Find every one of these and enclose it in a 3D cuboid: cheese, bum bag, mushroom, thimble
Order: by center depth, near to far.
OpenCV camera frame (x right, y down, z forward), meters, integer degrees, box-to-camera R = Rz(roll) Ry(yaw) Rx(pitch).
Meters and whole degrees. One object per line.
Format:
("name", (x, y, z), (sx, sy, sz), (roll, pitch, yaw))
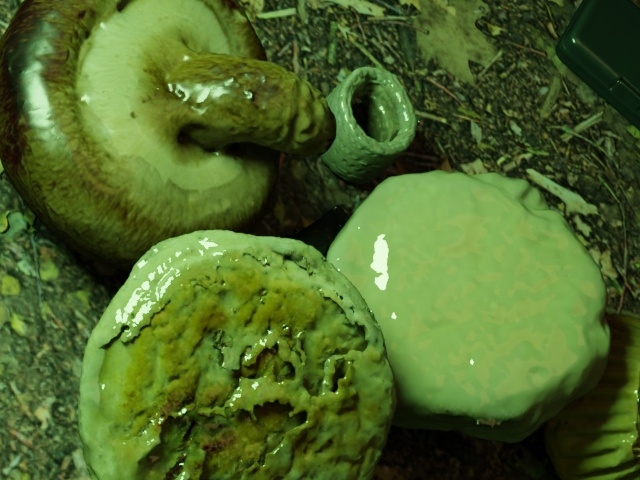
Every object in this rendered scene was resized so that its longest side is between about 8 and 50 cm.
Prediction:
("mushroom", (-0.182, -0.127, 1.606), (0.345, 0.239, 0.345), (20, 36, -15))
("cheese", (0.144, 0.076, 1.679), (0.326, 0.115, 0.318), (-42, 77, -17))
("bum bag", (-0.001, 0.001, 1.751), (0.124, 0.034, 0.058), (-30, 71, -39))
("thimble", (0.049, -0.132, 1.821), (0.102, 0.090, 0.115), (20, 58, -19))

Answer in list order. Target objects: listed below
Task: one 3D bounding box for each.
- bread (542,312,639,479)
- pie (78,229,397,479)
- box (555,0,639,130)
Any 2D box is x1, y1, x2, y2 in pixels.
("bread", (0.356, 0.197, 1.785), (0.240, 0.139, 0.240), (8, 79, -45))
("pie", (-0.077, 0.155, 1.516), (0.339, 0.077, 0.339), (-2, 96, -21))
("box", (0.433, -0.235, 2.145), (0.230, 0.050, 0.160), (40, 50, -9))
